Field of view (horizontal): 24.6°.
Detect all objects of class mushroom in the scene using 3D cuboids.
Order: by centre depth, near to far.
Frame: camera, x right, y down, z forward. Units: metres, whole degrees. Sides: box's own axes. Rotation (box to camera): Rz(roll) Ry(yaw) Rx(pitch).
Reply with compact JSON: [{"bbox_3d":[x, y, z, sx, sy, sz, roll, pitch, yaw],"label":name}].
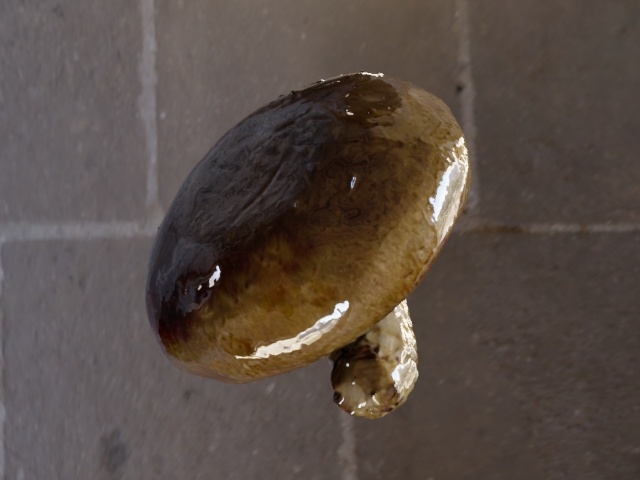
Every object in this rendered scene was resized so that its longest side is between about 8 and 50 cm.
[{"bbox_3d":[-0.014,-0.017,1.363,0.345,0.239,0.345,-11,46,11],"label":"mushroom"}]
